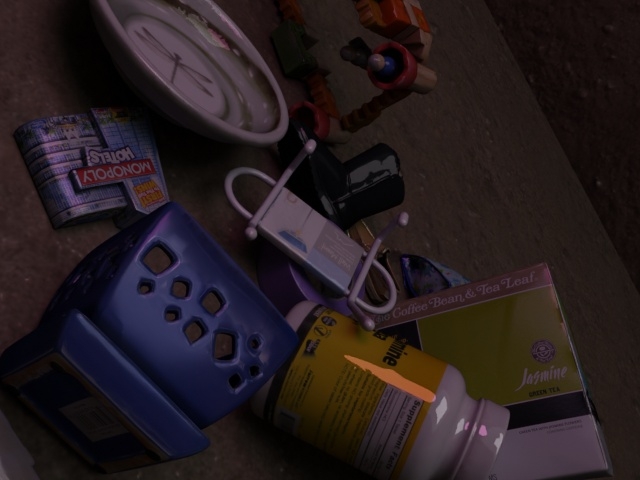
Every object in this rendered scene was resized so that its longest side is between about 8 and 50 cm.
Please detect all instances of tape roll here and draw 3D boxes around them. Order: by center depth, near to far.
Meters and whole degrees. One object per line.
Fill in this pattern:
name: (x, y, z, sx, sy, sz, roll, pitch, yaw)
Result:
tape roll: (-0.014, 0.056, 1.182, 0.189, 0.080, 0.189, 26, 50, -36)

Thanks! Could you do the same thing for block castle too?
block castle: (0.014, -0.440, 1.347, 0.212, 0.302, 0.454, 0, 67, -55)

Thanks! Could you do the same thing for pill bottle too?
pill bottle: (0.084, 0.232, 0.972, 0.333, 0.188, 0.188, 24, 38, 12)

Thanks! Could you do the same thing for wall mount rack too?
wall mount rack: (0.000, 0.000, 1.046, 0.350, 0.130, 0.304, 37, 40, -8)

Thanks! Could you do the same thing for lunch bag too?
lunch bag: (0.249, 0.090, 1.452, 0.128, 0.096, 0.151, 21, 24, -41)

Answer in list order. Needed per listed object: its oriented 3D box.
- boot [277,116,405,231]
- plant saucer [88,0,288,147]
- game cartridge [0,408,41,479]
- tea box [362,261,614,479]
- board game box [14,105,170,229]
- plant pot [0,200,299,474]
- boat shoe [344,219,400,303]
boot: (0.045, -0.145, 1.302, 0.207, 0.094, 0.247, -31, 104, -31)
plant saucer: (-0.224, -0.288, 1.099, 0.400, 0.100, 0.401, 39, 27, -24)
game cartridge: (-0.433, 0.183, 0.642, 0.355, 0.068, 0.230, 59, 34, -3)
tea box: (0.271, 0.252, 1.141, 0.220, 0.328, 0.324, 38, 40, -58)
board game box: (-0.296, -0.087, 0.964, 0.194, 0.060, 0.194, -20, 83, -52)
plant pot: (-0.209, 0.130, 0.795, 0.236, 0.236, 0.212, 50, 44, -15)
boat shoe: (0.107, 0.026, 1.343, 0.068, 0.072, 0.190, -18, 81, -52)
